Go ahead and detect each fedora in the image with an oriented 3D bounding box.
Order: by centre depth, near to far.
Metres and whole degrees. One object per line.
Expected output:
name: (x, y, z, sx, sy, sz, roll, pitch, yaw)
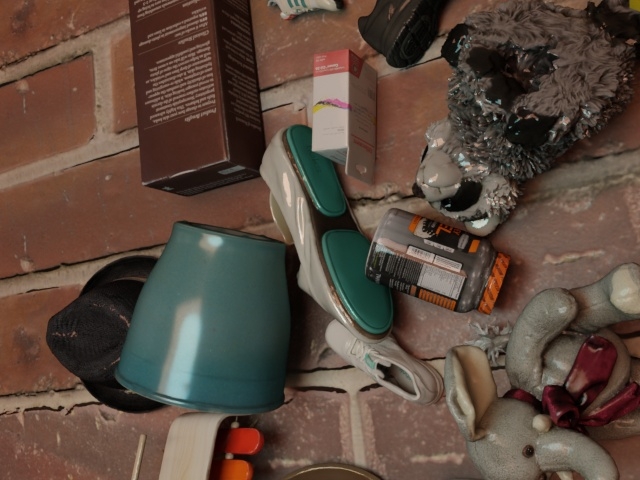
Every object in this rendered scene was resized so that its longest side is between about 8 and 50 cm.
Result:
fedora: (-0.383, 0.171, 1.323, 0.334, 0.152, 0.334, -4, 82, 28)

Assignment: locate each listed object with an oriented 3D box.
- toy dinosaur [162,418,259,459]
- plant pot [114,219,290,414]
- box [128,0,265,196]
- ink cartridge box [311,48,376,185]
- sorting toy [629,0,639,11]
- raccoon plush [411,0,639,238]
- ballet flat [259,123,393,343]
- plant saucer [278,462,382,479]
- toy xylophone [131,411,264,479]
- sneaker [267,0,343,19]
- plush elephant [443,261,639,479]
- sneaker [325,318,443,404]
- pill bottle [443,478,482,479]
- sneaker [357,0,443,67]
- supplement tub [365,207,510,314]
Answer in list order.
toy dinosaur: (-0.202, 0.385, 1.252, 0.211, 0.064, 0.112, -16, 76, 26)
plant pot: (-0.164, 0.108, 1.140, 0.271, 0.271, 0.255, 13, 92, 29)
box: (-0.223, -0.289, 1.301, 0.191, 0.143, 0.381, -11, 77, 26)
ink cartridge box: (0.039, -0.192, 1.158, 0.067, 0.115, 0.198, -2, 82, 27)
sorting toy: (0.448, -0.372, 0.925, 0.229, 0.041, 0.307, 7, 52, 27)
raccoon plush: (0.336, -0.161, 1.004, 0.446, 0.299, 0.216, -11, 60, -5)
ballet flat: (0.000, 0.000, 1.166, 0.139, 0.139, 0.400, -31, 67, 22)
plant saucer: (0.010, 0.475, 1.075, 0.278, 0.041, 0.278, -8, 53, 11)
toy xylophone: (-0.219, 0.414, 1.165, 0.236, 0.081, 0.323, -4, 64, 42)
sneaker: (-0.030, -0.418, 1.265, 0.161, 0.057, 0.075, 32, 116, 26)
plush elephant: (0.287, 0.210, 0.886, 0.330, 0.272, 0.255, -8, 39, 43)
sneaker: (0.086, 0.180, 1.103, 0.212, 0.094, 0.080, 28, 99, 28)
pill bottle: (0.206, 0.454, 0.990, 0.121, 0.121, 0.221, -2, 84, 28)
sneaker: (0.157, -0.422, 1.133, 0.130, 0.109, 0.286, 42, 102, 32)
supplement tub: (0.171, 0.033, 1.048, 0.190, 0.117, 0.117, 20, 94, 12)
